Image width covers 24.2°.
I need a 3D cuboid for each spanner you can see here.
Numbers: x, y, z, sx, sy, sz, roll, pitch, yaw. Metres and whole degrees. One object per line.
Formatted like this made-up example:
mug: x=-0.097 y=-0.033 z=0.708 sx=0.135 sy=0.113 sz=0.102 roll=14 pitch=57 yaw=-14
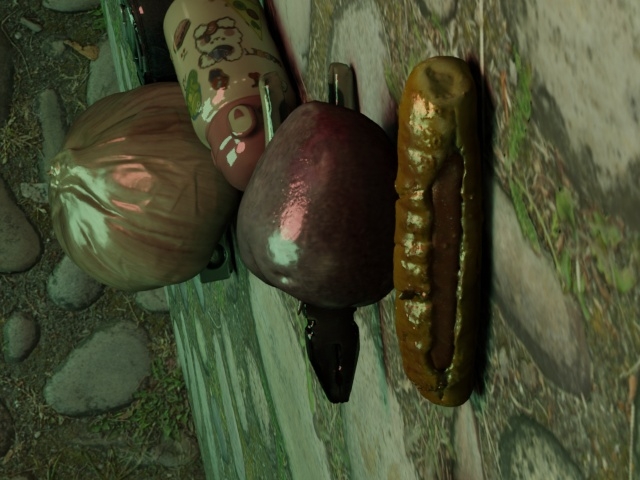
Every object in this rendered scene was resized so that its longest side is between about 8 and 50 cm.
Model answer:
spanner: x=0.000 y=0.000 z=1.370 sx=0.040 sy=0.095 sz=0.325 roll=-130 pitch=31 yaw=-68

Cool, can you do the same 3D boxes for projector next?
projector: x=-0.178 y=-0.020 z=2.325 sx=0.115 sy=0.061 sz=0.147 roll=-132 pitch=33 yaw=-71

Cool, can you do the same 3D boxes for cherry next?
cherry: x=0.006 y=-0.024 z=1.224 sx=0.176 sy=0.140 sz=0.176 roll=-167 pitch=90 yaw=-72

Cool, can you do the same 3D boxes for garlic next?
garlic: x=-0.262 y=-0.066 z=2.127 sx=0.317 sy=0.259 sz=0.317 roll=-31 pitch=48 yaw=43

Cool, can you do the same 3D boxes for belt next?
belt: x=-0.234 y=-0.332 z=2.179 sx=0.267 sy=0.116 sz=0.206 roll=131 pitch=125 yaw=-79

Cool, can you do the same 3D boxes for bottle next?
bottle: x=-0.088 y=-0.160 z=1.607 sx=0.120 sy=0.120 sz=0.253 roll=92 pitch=162 yaw=-49

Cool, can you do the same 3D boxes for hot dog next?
hot dog: x=0.083 y=0.000 z=1.065 sx=0.088 sy=0.061 sz=0.286 roll=-97 pitch=4 yaw=-58
